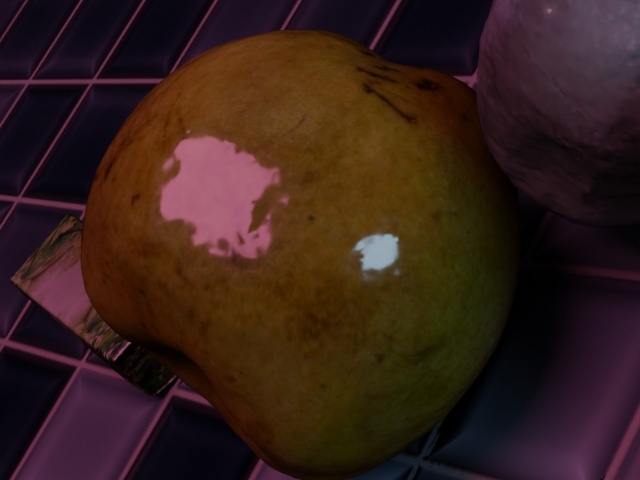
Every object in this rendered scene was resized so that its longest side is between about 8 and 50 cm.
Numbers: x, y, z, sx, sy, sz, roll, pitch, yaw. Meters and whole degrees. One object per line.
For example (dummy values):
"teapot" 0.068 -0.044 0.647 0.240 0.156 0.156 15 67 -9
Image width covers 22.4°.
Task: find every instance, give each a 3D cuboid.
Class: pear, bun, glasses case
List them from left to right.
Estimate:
"glasses case" -0.197 0.056 1.505 0.095 0.062 0.272 -49 32 -9
"pear" 0.000 0.000 1.125 0.304 0.304 0.304 -31 37 27
"bun" 0.246 -0.162 1.011 0.354 0.194 0.354 -53 -13 -18
